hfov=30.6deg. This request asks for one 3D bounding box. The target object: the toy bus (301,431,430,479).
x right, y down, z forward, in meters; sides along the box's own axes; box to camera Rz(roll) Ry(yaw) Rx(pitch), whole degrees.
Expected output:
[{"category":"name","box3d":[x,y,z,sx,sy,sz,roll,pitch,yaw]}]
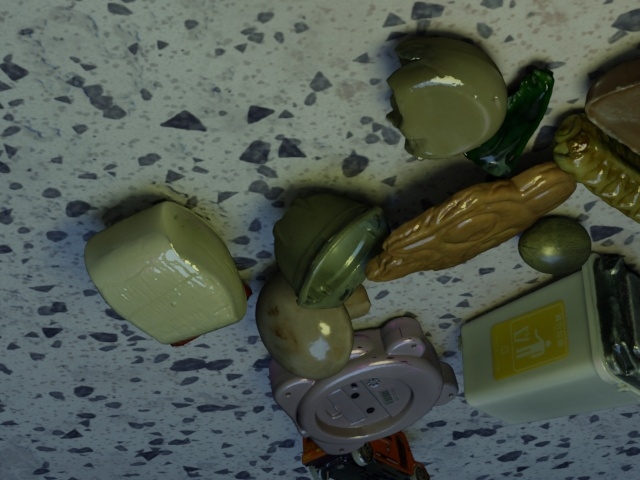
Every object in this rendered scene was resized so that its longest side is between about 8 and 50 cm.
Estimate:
[{"category":"toy bus","box3d":[0.104,0.480,2.605,0.143,0.153,0.329,-29,138,28]}]

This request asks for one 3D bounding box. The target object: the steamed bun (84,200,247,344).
[{"category":"steamed bun","box3d":[-0.241,0.044,1.896,0.200,0.155,0.250,-25,131,22]}]

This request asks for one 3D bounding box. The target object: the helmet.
[{"category":"helmet","box3d":[-0.001,-0.001,1.885,0.204,0.137,0.257,-50,161,0]}]

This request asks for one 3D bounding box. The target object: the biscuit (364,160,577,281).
[{"category":"biscuit","box3d":[0.238,-0.019,1.879,0.376,0.051,0.269,-28,159,18]}]

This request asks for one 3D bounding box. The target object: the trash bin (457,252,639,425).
[{"category":"trash bin","box3d":[0.472,0.214,2.189,0.367,0.256,0.296,-24,144,36]}]

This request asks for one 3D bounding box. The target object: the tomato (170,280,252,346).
[{"category":"tomato","box3d":[-0.204,0.113,2.067,0.174,0.082,0.166,-35,174,9]}]

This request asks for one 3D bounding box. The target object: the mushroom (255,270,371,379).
[{"category":"mushroom","box3d":[-0.001,0.134,2.064,0.215,0.207,0.207,-23,158,-33]}]

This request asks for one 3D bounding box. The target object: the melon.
[{"category":"melon","box3d":[0.398,0.009,1.985,0.130,0.098,0.098,2,147,-23]}]

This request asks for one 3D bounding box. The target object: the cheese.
[{"category":"cheese","box3d":[0.169,-0.207,1.637,0.175,0.091,0.202,-18,143,19]}]

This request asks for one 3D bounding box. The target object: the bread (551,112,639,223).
[{"category":"bread","box3d":[0.452,-0.113,1.810,0.269,0.087,0.098,27,108,-39]}]

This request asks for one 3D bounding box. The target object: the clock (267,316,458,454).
[{"category":"clock","box3d":[0.090,0.287,2.320,0.322,0.113,0.295,-25,134,14]}]

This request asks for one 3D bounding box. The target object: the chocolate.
[{"category":"chocolate","box3d":[0.500,-0.196,1.707,0.161,0.083,0.261,-15,148,40]}]

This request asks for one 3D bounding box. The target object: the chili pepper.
[{"category":"chili pepper","box3d":[0.280,-0.178,1.722,0.108,0.062,0.216,6,143,-16]}]
